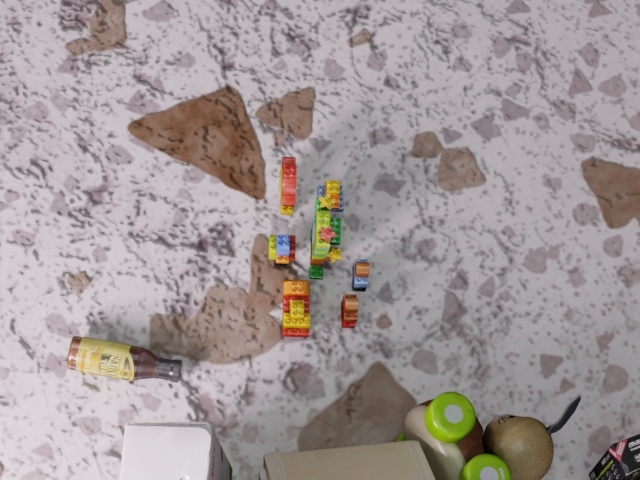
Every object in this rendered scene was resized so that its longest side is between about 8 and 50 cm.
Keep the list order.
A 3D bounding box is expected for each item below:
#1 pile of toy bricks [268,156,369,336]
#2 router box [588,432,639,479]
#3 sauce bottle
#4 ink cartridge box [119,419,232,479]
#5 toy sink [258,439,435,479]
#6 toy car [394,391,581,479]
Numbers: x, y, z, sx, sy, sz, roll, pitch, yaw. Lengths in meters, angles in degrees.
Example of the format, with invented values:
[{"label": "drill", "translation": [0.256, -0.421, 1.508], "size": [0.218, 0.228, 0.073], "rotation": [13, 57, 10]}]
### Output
[{"label": "pile of toy bricks", "translation": [0.000, 0.000, 1.683], "size": [0.118, 0.105, 0.212], "rotation": [1, 69, -5]}, {"label": "router box", "translation": [0.359, 0.245, 1.613], "size": [0.092, 0.122, 0.038], "rotation": [-18, 68, -12]}, {"label": "sauce bottle", "translation": [-0.222, 0.138, 1.645], "size": [0.128, 0.042, 0.042], "rotation": [9, 69, 0]}, {"label": "ink cartridge box", "translation": [-0.149, 0.287, 1.495], "size": [0.092, 0.219, 0.160], "rotation": [1, 69, 4]}, {"label": "toy sink", "translation": [0.001, 0.312, 1.521], "size": [0.234, 0.131, 0.153], "rotation": [-6, 115, -8]}, {"label": "toy car", "translation": [0.199, 0.221, 1.600], "size": [0.188, 0.155, 0.149], "rotation": [-22, 73, -23]}]
